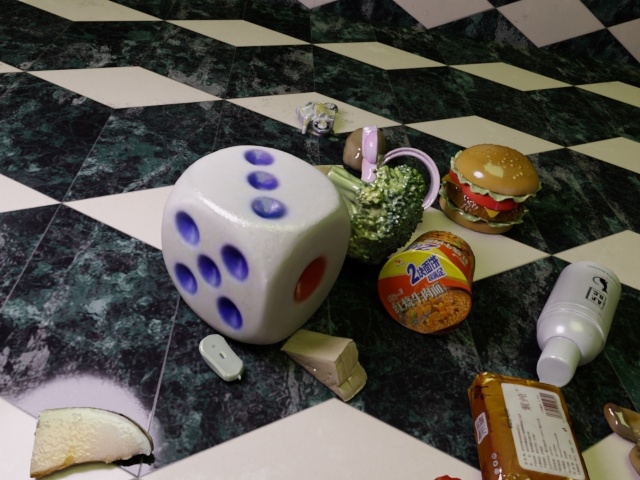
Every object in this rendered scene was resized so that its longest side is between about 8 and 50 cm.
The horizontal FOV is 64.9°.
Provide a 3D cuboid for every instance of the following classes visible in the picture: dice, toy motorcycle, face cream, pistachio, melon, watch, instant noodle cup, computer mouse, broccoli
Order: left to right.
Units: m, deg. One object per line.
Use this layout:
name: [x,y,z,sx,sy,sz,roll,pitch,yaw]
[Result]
melon: [-0.372,0.322,0.827,0.183,0.054,0.097,-4,50,-18]
computer mouse: [-0.193,0.235,0.986,0.110,0.032,0.056,44,50,17]
dice: [-0.133,0.005,1.044,0.305,0.304,0.277,31,43,24]
toy motorcycle: [-0.017,-0.431,1.750,0.151,0.074,0.228,12,42,3]
pistachio: [0.144,-0.294,1.608,0.136,0.135,0.226,23,36,11]
broccoli: [0.122,-0.061,1.191,0.260,0.288,0.235,18,34,-27]
watch: [0.222,-0.191,1.416,0.218,0.248,0.211,5,10,6]
instant noodle cup: [0.259,0.083,1.159,0.213,0.213,0.174,27,34,15]
face cream: [0.574,0.197,1.140,0.146,0.145,0.370,30,43,19]

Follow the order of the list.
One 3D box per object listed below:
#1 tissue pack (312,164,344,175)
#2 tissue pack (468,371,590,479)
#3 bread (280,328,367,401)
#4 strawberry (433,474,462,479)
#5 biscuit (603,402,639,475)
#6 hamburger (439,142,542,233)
tissue pack: [0.016,-0.125,1.398,0.149,0.092,0.196,-3,43,-17]
tissue pack: [0.384,0.370,0.938,0.184,0.091,0.226,11,42,-3]
bread: [0.006,0.250,1.027,0.152,0.105,0.077,4,29,41]
strawberry: [0.170,0.479,0.718,0.265,0.149,0.336,25,41,16]
biscuit: [0.697,0.403,1.015,0.208,0.047,0.164,4,43,-11]
hamburger: [0.502,-0.170,1.483,0.275,0.212,0.274,8,42,-7]
